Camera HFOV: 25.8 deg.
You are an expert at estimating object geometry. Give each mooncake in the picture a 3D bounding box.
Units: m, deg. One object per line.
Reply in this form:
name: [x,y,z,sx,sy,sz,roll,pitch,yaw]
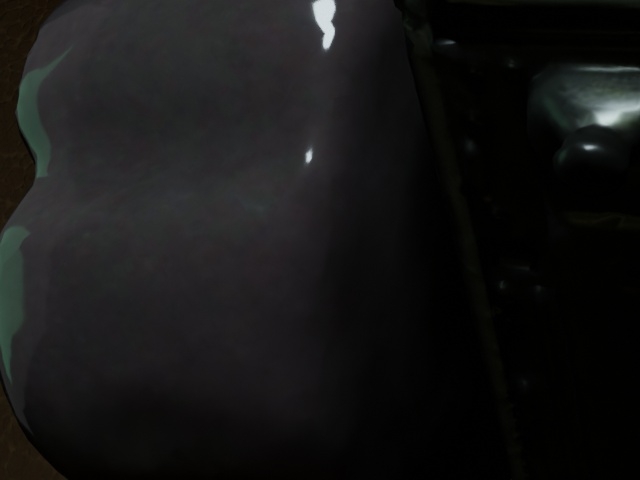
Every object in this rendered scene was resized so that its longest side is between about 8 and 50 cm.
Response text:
mooncake: [0.000,0.000,0.473,0.245,0.133,0.245,9,-100,-63]

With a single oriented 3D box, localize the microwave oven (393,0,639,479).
microwave oven: [0.251,-0.020,0.392,0.247,0.394,0.333,-60,-34,-39]
